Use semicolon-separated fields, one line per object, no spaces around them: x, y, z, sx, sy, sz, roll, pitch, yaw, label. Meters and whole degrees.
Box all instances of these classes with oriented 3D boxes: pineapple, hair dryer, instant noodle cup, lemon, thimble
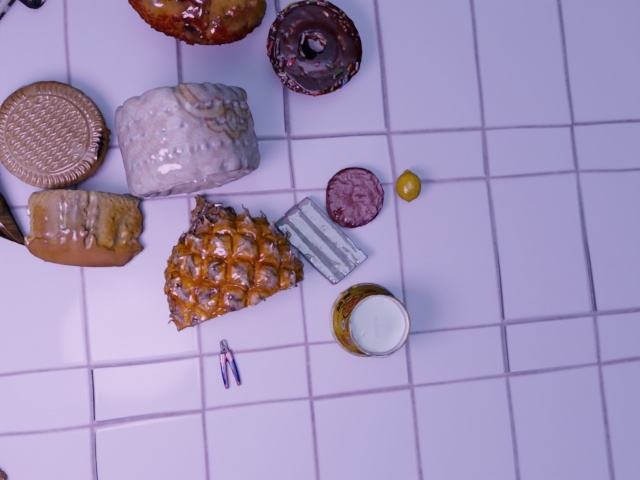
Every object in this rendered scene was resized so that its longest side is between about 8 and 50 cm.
-0.227;0.021;1.158;0.344;0.209;0.286;-23;90;-7;pineapple
-0.724;-0.523;1.212;0.100;0.057;0.197;39;91;-4;hair dryer
0.121;0.188;1.226;0.182;0.144;0.182;0;86;-7;instant noodle cup
0.215;-0.134;1.303;0.062;0.062;0.083;0;82;-8;lemon
-0.276;-0.207;1.131;0.292;0.291;0.195;-13;94;-8;thimble

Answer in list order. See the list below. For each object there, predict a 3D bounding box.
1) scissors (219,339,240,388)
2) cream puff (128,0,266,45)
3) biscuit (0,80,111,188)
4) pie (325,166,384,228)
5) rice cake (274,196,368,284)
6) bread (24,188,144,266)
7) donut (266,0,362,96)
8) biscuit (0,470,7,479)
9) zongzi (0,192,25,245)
-0.215;0.287;1.240;0.039;0.012;0.113;-12;88;-8;scissors
-0.283;-0.583;1.180;0.351;0.229;0.350;7;75;-30;cream puff
-0.600;-0.236;1.189;0.259;0.079;0.259;1;86;-8;biscuit
0.081;-0.106;1.295;0.155;0.036;0.154;1;86;-8;pie
0.000;0.000;1.275;0.124;0.038;0.211;-40;92;-9;rice cake
-0.514;-0.031;1.150;0.252;0.133;0.174;4;85;-13;bread
-0.018;-0.453;1.278;0.235;0.089;0.235;0;87;-9;donut
-0.804;0.548;1.136;0.237;0.026;0.131;-42;91;-8;biscuit
-0.800;-0.052;1.145;0.248;0.111;0.241;-22;102;-2;zongzi
